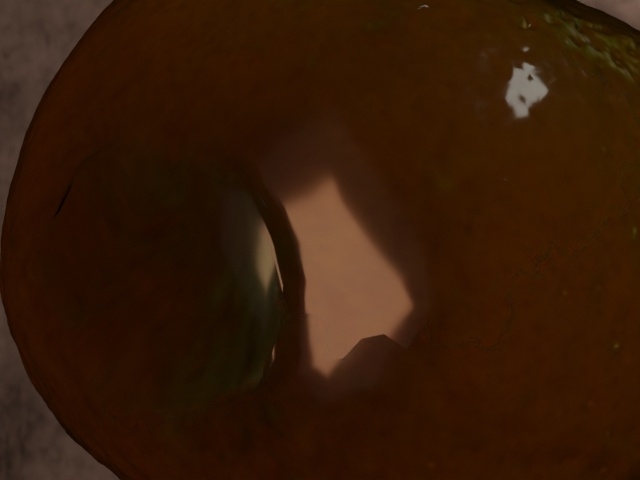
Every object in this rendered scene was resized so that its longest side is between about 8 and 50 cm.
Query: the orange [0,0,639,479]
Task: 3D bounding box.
[{"bbox_3d":[-0.004,-0.002,0.494,0.335,0.196,0.262,27,91,35],"label":"orange"}]
